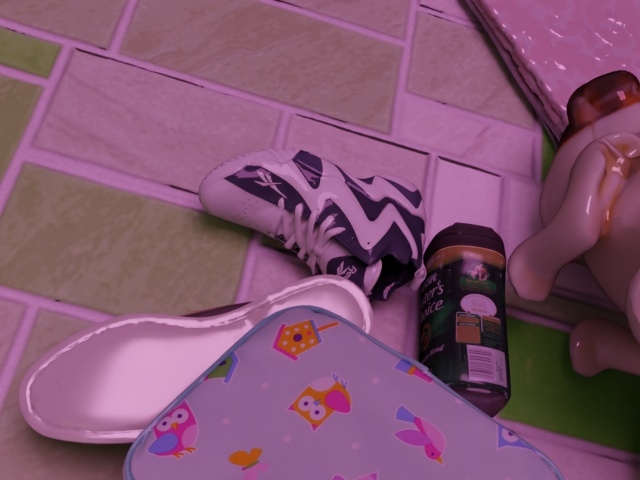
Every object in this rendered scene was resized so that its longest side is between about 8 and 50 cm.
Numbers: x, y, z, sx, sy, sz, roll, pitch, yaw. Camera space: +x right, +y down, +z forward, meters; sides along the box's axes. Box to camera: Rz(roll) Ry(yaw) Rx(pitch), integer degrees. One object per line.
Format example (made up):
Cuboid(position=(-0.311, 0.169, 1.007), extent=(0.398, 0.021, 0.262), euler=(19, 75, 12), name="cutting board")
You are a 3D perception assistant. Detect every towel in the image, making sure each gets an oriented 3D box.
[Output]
Cuboid(position=(0.374, -0.257, 1.184), extent=(0.317, 0.053, 0.332), euler=(-15, 65, -23), name="towel")

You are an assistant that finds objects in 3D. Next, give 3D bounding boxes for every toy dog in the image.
Cuboid(position=(0.356, -0.035, 0.861), extent=(0.284, 0.408, 0.395), euler=(35, 96, -20), name="toy dog")

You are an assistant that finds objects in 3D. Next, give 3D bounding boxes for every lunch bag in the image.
Cuboid(position=(0.008, 0.187, 0.638), extent=(0.279, 0.108, 0.224), euler=(31, 62, 30), name="lunch bag")

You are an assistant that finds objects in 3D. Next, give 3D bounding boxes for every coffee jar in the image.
Cuboid(position=(0.138, 0.078, 0.883), extent=(0.079, 0.096, 0.184), euler=(10, 57, -7), name="coffee jar")

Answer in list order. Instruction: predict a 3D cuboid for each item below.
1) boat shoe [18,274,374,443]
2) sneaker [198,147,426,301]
Cuboid(position=(-0.103, 0.111, 0.793), extent=(0.305, 0.091, 0.109), euler=(-14, 74, -17), name="boat shoe")
Cuboid(position=(0.000, 0.000, 0.880), extent=(0.235, 0.094, 0.153), euler=(13, 41, -21), name="sneaker")
